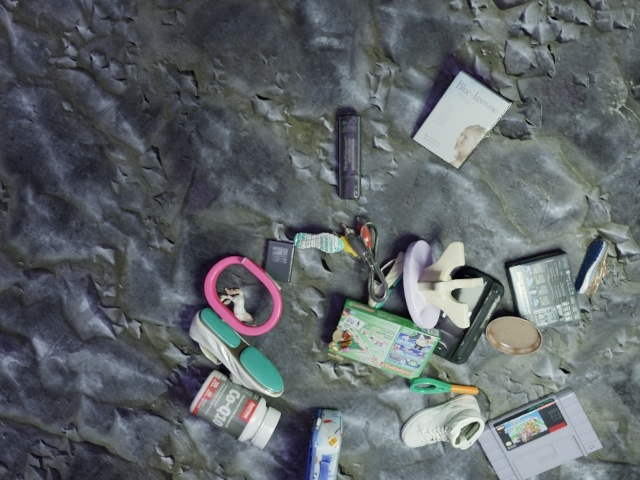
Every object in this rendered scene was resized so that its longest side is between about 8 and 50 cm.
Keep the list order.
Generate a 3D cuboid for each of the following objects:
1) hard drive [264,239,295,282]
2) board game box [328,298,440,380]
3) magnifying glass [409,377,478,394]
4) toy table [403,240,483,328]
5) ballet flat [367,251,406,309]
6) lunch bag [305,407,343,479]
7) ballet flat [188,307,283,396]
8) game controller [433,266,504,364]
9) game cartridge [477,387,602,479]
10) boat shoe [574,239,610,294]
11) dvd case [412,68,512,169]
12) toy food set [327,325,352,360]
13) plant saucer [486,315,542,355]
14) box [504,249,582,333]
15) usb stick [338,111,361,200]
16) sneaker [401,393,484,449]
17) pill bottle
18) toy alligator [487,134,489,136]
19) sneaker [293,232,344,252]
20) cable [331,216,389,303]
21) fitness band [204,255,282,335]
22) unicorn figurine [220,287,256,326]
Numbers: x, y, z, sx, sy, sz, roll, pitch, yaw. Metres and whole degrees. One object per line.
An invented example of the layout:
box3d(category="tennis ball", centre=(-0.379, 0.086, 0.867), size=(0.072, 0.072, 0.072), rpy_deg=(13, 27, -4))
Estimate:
box3d(category="hard drive", centre=(-0.140, 0.070, 1.595), size=(0.094, 0.022, 0.135), rpy_deg=(9, 100, 4))
box3d(category="board game box", centre=(0.204, 0.330, 1.550), size=(0.317, 0.046, 0.214), rpy_deg=(19, 125, 2))
box3d(category="magnifying glass", centre=(0.415, 0.498, 1.588), size=(0.230, 0.026, 0.092), rpy_deg=(5, 141, -4))
box3d(category="toy table", centre=(0.367, 0.132, 1.439), size=(0.160, 0.252, 0.275), rpy_deg=(-9, 95, 44))
box3d(category="ballet flat", centre=(0.216, 0.139, 1.550), size=(0.086, 0.086, 0.248), rpy_deg=(38, 99, -1))
box3d(category="lunch bag", centre=(0.009, 0.729, 1.572), size=(0.114, 0.243, 0.304), rpy_deg=(6, 100, 4))
box3d(category="ballet flat", centre=(-0.297, 0.404, 1.619), size=(0.400, 0.139, 0.139), rpy_deg=(43, 101, 5))
box3d(category="game controller", centre=(0.468, 0.250, 1.551), size=(0.166, 0.067, 0.319), rpy_deg=(28, 100, 15))
box3d(category="game cartridge", centre=(0.728, 0.666, 1.585), size=(0.354, 0.068, 0.230), rpy_deg=(-29, 99, 9))
box3d(category="boat shoe", centre=(0.867, 0.086, 1.479), size=(0.066, 0.066, 0.183), rpy_deg=(15, 110, -2))
box3d(category="dvd case", centre=(0.423, -0.359, 1.421), size=(0.180, 0.022, 0.253), rpy_deg=(34, 124, 0))
box3d(category="toy food set", centre=(0.070, 0.337, 1.551), size=(0.077, 0.019, 0.122), rpy_deg=(22, 117, 0))
box3d(category="plant saucer", centre=(0.620, 0.300, 1.508), size=(0.168, 0.029, 0.169), rpy_deg=(14, 130, 18))
box3d(category="box", centre=(0.712, 0.165, 1.505), size=(0.183, 0.059, 0.233), rpy_deg=(-16, 98, 8))
box3d(category="usb stick", centre=(0.094, -0.266, 1.507), size=(0.077, 0.045, 0.278), rpy_deg=(1, 99, 13))
box3d(category="sneaker", centre=(0.399, 0.629, 1.556), size=(0.292, 0.169, 0.108), rpy_deg=(-35, 96, 11))
box3d(category="pill bottle", centre=(-0.290, 0.585, 1.621), size=(0.283, 0.161, 0.161), rpy_deg=(30, 101, 0))
box3d(category="toy alligator", centre=(0.448, -0.385, 1.453), size=(0.190, 0.056, 0.051), rpy_deg=(51, 145, -10))
box3d(category="sneaker", centre=(0.000, 0.000, 1.539), size=(0.166, 0.076, 0.065), rpy_deg=(10, 98, 15))
box3d(category="cable", centre=(0.161, 0.056, 1.521), size=(0.139, 0.072, 0.287), rpy_deg=(-31, 86, 6))
box3d(category="fitness band", centre=(-0.256, 0.182, 1.569), size=(0.291, 0.054, 0.209), rpy_deg=(42, 91, 12))
box3d(category="unicorn figurine", centre=(-0.284, 0.244, 1.618), size=(0.111, 0.060, 0.162), rpy_deg=(-7, 99, 8))
